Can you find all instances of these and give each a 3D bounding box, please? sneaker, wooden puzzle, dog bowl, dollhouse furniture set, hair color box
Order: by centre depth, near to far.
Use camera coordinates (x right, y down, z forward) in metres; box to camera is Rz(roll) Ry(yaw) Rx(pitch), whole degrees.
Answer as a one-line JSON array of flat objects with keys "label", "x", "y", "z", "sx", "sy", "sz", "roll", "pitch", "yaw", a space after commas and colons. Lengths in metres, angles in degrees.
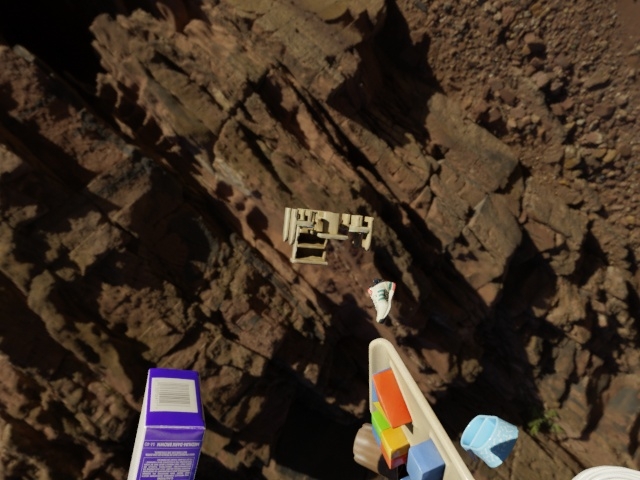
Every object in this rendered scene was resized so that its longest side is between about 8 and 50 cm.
[{"label": "hair color box", "x": -0.305, "y": 0.442, "z": 0.810, "sx": 0.110, "sy": 0.339, "sz": 0.185, "roll": 12, "pitch": -170, "yaw": -22}, {"label": "wooden puzzle", "x": 0.181, "y": 0.420, "z": 0.862, "sx": 0.348, "sy": 0.080, "sz": 0.322, "roll": -127, "pitch": 23, "yaw": -46}, {"label": "dollhouse furniture set", "x": 0.000, "y": 0.000, "z": 1.190, "sx": 0.211, "sy": 0.161, "sz": 0.242, "roll": 5, "pitch": -175, "yaw": -16}, {"label": "sneaker", "x": 0.166, "y": 0.170, "z": 1.233, "sx": 0.075, "sy": 0.161, "sz": 0.057, "roll": 20, "pitch": 131, "yaw": 5}, {"label": "dog bowl", "x": 0.599, "y": 0.712, "z": 1.549, "sx": 0.074, "sy": 0.166, "sz": 0.297, "roll": 37, "pitch": 163, "yaw": 11}]

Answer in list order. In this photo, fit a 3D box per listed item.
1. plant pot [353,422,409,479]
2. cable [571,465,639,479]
[{"label": "plant pot", "x": 0.204, "y": 0.663, "z": 1.352, "sx": 0.165, "sy": 0.167, "sz": 0.167, "roll": 3, "pitch": 143, "yaw": 36}, {"label": "cable", "x": 0.661, "y": 0.626, "z": 0.922, "sx": 0.089, "sy": 0.257, "sz": 0.257, "roll": 36, "pitch": -150, "yaw": -57}]
